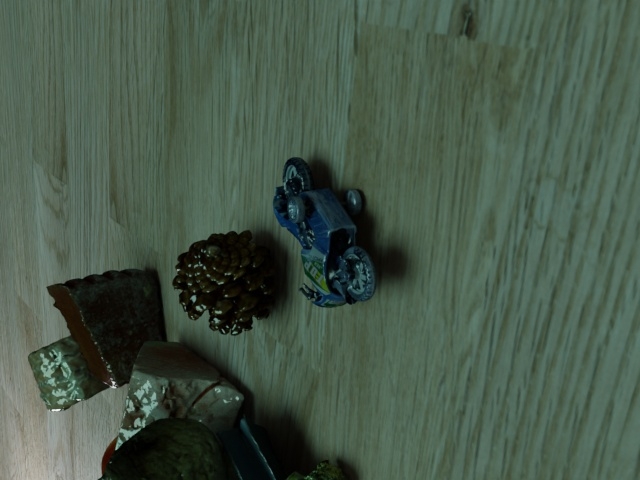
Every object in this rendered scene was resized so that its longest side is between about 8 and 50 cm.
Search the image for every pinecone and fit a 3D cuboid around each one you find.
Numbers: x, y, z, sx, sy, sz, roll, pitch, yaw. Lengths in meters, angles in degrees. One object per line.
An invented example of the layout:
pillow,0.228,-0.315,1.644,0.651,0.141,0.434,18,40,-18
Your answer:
pinecone,-0.138,0.068,1.045,0.173,0.173,0.174,16,111,48

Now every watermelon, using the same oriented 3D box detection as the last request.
watermelon,-0.253,0.309,1.235,0.232,0.193,0.310,119,160,-57

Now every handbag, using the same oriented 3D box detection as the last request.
handbag,-0.070,0.382,1.057,0.221,0.057,0.144,54,178,27

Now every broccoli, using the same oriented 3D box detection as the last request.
broccoli,-0.007,0.357,0.999,0.092,0.097,0.095,29,105,0

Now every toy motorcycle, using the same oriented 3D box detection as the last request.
toy motorcycle,0.000,0.000,0.903,0.254,0.092,0.135,59,147,36

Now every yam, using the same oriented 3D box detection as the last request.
yam,-0.224,0.437,1.071,0.195,0.195,0.300,26,134,45

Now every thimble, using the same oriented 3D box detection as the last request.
thimble,-0.529,0.269,1.503,0.196,0.229,0.148,-24,91,15

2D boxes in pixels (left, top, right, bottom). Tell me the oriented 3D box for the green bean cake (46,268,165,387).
green bean cake,-0.420,0.177,1.378,0.097,0.198,0.233,6,108,51

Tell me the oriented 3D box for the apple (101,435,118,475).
apple,-0.366,0.466,1.411,0.139,0.163,0.163,37,127,57

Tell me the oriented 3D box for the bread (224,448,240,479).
bread,-0.127,0.460,1.198,0.286,0.056,0.207,28,121,43
